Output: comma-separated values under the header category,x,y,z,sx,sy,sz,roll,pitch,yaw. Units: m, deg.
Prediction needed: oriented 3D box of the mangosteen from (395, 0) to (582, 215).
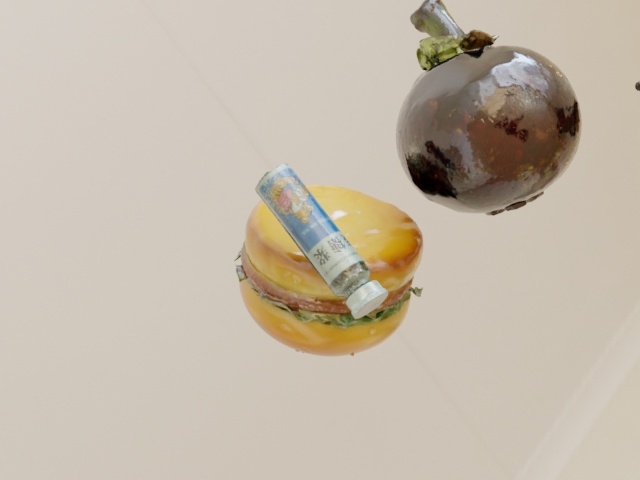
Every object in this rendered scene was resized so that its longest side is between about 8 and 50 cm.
category,x,y,z,sx,sy,sz,roll,pitch,yaw
mangosteen,0.185,-0.170,1.467,0.231,0.231,0.289,-22,-98,-33

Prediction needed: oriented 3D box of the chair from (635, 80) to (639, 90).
category,x,y,z,sx,sy,sz,roll,pitch,yaw
chair,0.565,-0.173,1.607,0.154,0.260,0.141,4,-94,-27

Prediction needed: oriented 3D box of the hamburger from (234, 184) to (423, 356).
category,x,y,z,sx,sy,sz,roll,pitch,yaw
hamburger,0.010,0.045,1.508,0.246,0.246,0.170,-13,-56,-36

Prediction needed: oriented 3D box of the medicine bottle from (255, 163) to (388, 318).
category,x,y,z,sx,sy,sz,roll,pitch,yaw
medicine bottle,0.000,0.000,1.340,0.051,0.191,0.051,-35,-15,-11
